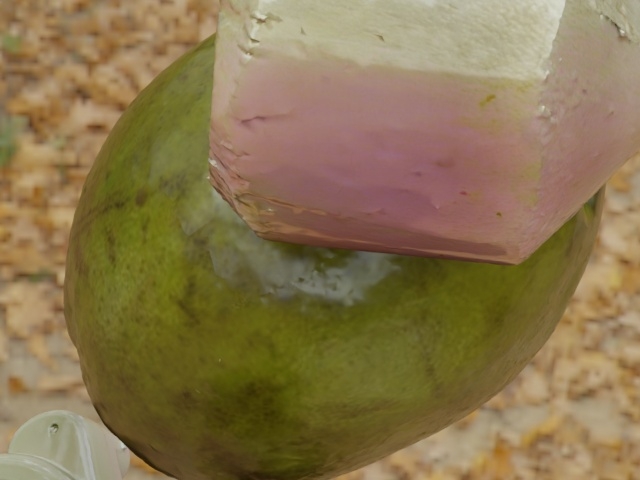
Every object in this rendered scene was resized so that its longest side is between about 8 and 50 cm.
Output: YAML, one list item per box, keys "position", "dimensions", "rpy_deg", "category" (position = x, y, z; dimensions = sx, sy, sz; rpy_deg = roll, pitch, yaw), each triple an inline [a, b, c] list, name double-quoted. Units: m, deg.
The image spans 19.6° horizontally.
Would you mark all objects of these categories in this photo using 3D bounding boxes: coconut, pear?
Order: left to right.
- position: [0.000, 0.000, 1.284]
  dimensions: [0.413, 0.352, 0.352]
  rpy_deg: [-37, 24, 15]
  category: "pear"
- position: [0.069, -0.101, 1.006]
  dimensions: [0.245, 0.233, 0.233]
  rpy_deg: [6, 27, 0]
  category: "coconut"

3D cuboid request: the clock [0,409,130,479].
- position: [-0.311, 0.333, 1.765]
  dimensions: [0.309, 0.114, 0.284]
  rpy_deg: [-25, 61, 16]
  category: "clock"
